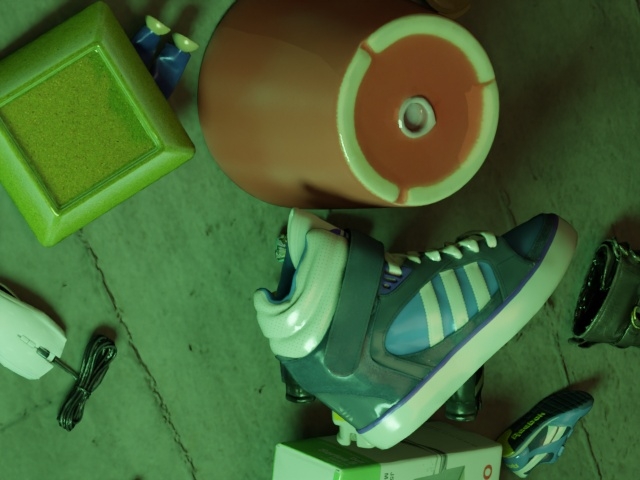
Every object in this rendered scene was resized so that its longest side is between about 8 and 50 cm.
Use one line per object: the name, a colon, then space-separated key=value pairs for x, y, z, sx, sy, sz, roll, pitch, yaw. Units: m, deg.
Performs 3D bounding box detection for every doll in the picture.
doll: x=-0.206 y=-0.140 z=1.656 sx=0.129 sy=0.046 sz=0.189 roll=29 pitch=91 yaw=-32

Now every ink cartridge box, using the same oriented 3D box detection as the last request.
ink cartridge box: x=0.073 y=0.326 z=1.830 sx=0.273 sy=0.115 sz=0.198 roll=-2 pitch=101 yaw=-43

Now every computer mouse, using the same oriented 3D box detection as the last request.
computer mouse: x=-0.300 y=0.110 z=1.652 sx=0.193 sy=0.042 sz=0.106 roll=38 pitch=81 yaw=-30

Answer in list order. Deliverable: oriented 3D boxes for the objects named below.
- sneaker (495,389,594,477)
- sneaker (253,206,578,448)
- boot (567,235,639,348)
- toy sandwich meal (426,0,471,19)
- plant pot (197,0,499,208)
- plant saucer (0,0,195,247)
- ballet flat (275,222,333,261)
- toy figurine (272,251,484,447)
sneaker: x=0.286 y=0.242 z=2.006 sx=0.144 sy=0.053 sz=0.059 roll=-34 pitch=114 yaw=-11
sneaker: x=0.084 y=0.024 z=1.606 sx=0.323 sy=0.130 sz=0.236 roll=-45 pitch=97 yaw=-15
boot: x=0.444 y=0.044 z=2.035 sx=0.229 sy=0.091 sz=0.263 roll=24 pitch=89 yaw=-31
toy sandwich meal: x=0.145 y=-0.297 z=1.838 sx=0.085 sy=0.029 sz=0.085 roll=-3 pitch=97 yaw=-26
plant pot: x=0.042 y=-0.147 z=1.682 sx=0.275 sy=0.243 sz=0.275 roll=-6 pitch=103 yaw=-28
plant saucer: x=-0.245 y=-0.114 z=1.601 sx=0.188 sy=0.045 sz=0.188 roll=-33 pitch=106 yaw=-7
ballet flat: x=0.000 y=0.000 z=1.806 sx=0.114 sy=0.041 sz=0.041 roll=-5 pitch=102 yaw=-30
toy figurine: x=0.066 y=0.113 z=1.763 sx=0.209 sy=0.213 sz=0.148 roll=-12 pitch=114 yaw=-23
